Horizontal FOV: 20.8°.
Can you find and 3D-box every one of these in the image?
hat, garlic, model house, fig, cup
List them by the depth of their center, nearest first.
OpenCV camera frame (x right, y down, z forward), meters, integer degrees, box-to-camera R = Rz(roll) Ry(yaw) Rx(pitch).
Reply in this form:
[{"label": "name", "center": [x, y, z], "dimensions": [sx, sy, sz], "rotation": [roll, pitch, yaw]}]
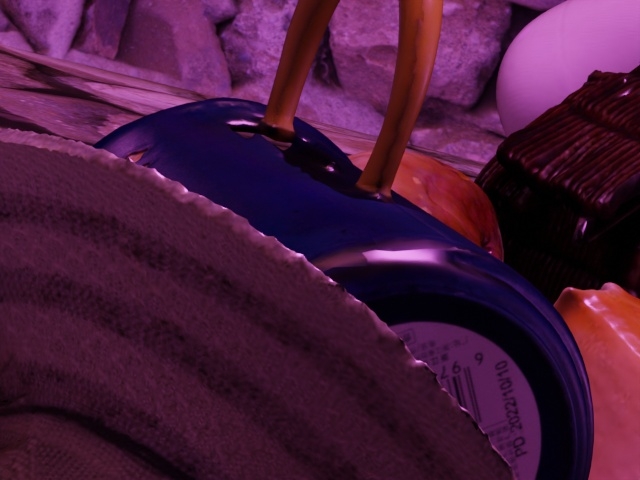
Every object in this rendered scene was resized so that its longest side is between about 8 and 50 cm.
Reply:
[{"label": "hat", "center": [-0.059, 0.100, 0.480], "dimensions": [0.252, 0.252, 0.110], "rotation": [18, 51, 32]}, {"label": "cup", "center": [-0.019, 0.010, 0.700], "dimensions": [0.178, 0.255, 0.256], "rotation": [-15, 18, -16]}, {"label": "garlic", "center": [0.158, 0.107, 0.713], "dimensions": [0.115, 0.128, 0.206], "rotation": [1, 20, -16]}, {"label": "fig", "center": [0.004, 0.009, 1.074], "dimensions": [0.231, 0.143, 0.160], "rotation": [16, 28, 14]}, {"label": "model house", "center": [0.261, -0.012, 1.117], "dimensions": [0.297, 0.282, 0.317], "rotation": [10, 9, -15]}]

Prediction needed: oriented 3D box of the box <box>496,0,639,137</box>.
[{"label": "box", "center": [0.319, -0.079, 1.256], "dimensions": [0.349, 0.288, 0.141], "rotation": [-20, 24, 33]}]
